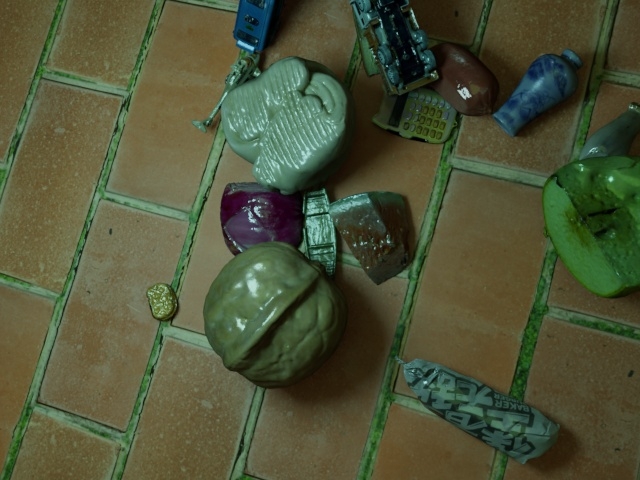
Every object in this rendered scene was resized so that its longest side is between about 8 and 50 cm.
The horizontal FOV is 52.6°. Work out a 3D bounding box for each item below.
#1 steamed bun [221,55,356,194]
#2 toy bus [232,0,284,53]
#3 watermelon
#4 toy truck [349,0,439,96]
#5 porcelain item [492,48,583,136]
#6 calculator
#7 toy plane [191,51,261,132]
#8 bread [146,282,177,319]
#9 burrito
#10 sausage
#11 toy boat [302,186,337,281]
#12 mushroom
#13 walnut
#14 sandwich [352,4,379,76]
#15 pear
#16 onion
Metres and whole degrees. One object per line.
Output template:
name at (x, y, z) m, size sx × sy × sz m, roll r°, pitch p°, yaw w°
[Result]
steamed bun at (-0.052, -0.315, 1.778) m, size 0.368 × 0.255 × 0.342 m, roll -26°, pitch 83°, yaw 30°
toy bus at (-0.173, -0.658, 1.843) m, size 0.114 × 0.246 × 0.134 m, roll 26°, pitch 57°, yaw -2°
watermelon at (0.151, -0.009, 1.775) m, size 0.193 × 0.140 × 0.256 m, roll -17°, pitch 86°, yaw 15°
toy truck at (0.191, -0.548, 1.748) m, size 0.136 × 0.162 × 0.305 m, roll -25°, pitch 99°, yaw -8°
porcelain item at (0.585, -0.398, 1.739) m, size 0.259 × 0.141 × 0.141 m, roll -46°, pitch 76°, yaw 11°
calculator at (0.272, -0.358, 1.839) m, size 0.237 × 0.033 × 0.157 m, roll 18°, pitch 84°, yaw 10°
toy plane at (-0.269, -0.440, 1.911) m, size 0.092 × 0.108 × 0.286 m, roll 36°, pitch 92°, yaw 13°
bread at (-0.460, 0.176, 1.882) m, size 0.083 × 0.044 × 0.110 m, roll -22°, pitch 76°, yaw 5°
burrito at (0.382, 0.424, 1.664) m, size 0.446 × 0.101 × 0.138 m, roll 26°, pitch 92°, yaw 11°
sausage at (0.387, -0.440, 1.770) m, size 0.148 × 0.148 × 0.254 m, roll -33°, pitch 70°, yaw 4°
toy boat at (0.000, 0.000, 1.820) m, size 0.093 × 0.055 × 0.292 m, roll -7°, pitch 80°, yaw 8°
mushroom at (0.773, -0.265, 1.709) m, size 0.116 × 0.093 × 0.225 m, roll 35°, pitch 79°, yaw -1°
walnut at (-0.121, 0.193, 1.661) m, size 0.382 × 0.381 × 0.380 m, roll -2°, pitch 81°, yaw 10°
sandwich at (0.148, -0.613, 1.871) m, size 0.094 × 0.096 × 0.257 m, roll -12°, pitch 82°, yaw 3°
pear at (0.754, -0.050, 1.613) m, size 0.318 × 0.238 × 0.342 m, roll -23°, pitch 72°, yaw -6°
onion at (-0.178, -0.058, 1.836) m, size 0.250 × 0.111 × 0.247 m, roll 2°, pitch 80°, yaw 9°
